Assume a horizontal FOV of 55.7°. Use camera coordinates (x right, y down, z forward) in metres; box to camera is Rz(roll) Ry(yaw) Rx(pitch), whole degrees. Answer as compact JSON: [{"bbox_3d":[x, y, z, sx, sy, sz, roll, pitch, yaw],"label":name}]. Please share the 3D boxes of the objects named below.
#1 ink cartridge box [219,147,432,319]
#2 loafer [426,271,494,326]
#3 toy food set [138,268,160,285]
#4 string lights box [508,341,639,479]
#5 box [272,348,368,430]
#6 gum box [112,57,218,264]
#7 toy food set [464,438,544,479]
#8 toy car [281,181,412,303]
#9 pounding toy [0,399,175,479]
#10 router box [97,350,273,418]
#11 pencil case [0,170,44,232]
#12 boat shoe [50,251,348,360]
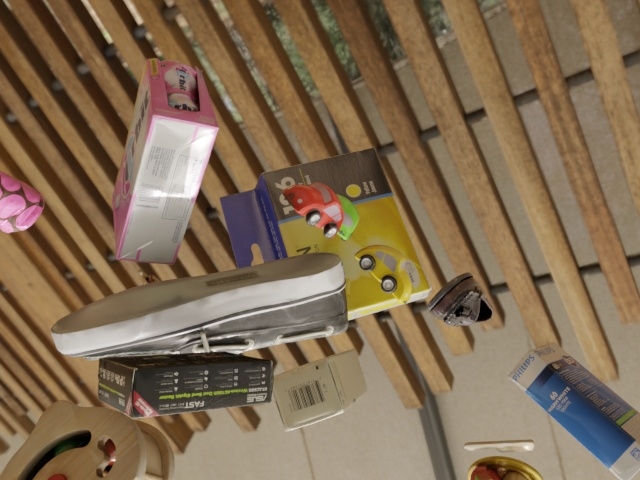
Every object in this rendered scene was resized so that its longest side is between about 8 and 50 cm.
[{"bbox_3d":[0.000,0.000,1.081,0.307,0.304,0.072,-15,158,-11],"label":"ink cartridge box"},{"bbox_3d":[0.306,0.132,1.258,0.109,0.095,0.302,-48,161,15],"label":"loafer"},{"bbox_3d":[-0.324,0.112,1.285,0.038,0.132,0.192,-45,-152,-6],"label":"toy food set"},{"bbox_3d":[0.495,0.308,1.127,0.133,0.077,0.259,1,-145,-49],"label":"string lights box"},{"bbox_3d":[0.006,0.264,1.103,0.113,0.094,0.275,-21,169,11],"label":"box"},{"bbox_3d":[-0.163,-0.080,0.618,0.188,0.062,0.107,-63,-146,35],"label":"gum box"},{"bbox_3d":[0.306,0.431,1.007,0.128,0.218,0.071,-6,-150,24],"label":"toy food set"},{"bbox_3d":[0.037,-0.026,0.892,0.053,0.239,0.225,-46,-161,7],"label":"toy car"},{"bbox_3d":[-0.248,0.278,0.704,0.154,0.155,0.270,24,-108,28],"label":"pounding toy"},{"bbox_3d":[-0.115,0.119,0.513,0.122,0.038,0.092,4,174,-34],"label":"router box"},{"bbox_3d":[-0.554,-0.074,0.992,0.095,0.209,0.098,6,-103,18],"label":"pencil case"},{"bbox_3d":[-0.118,0.093,0.647,0.306,0.105,0.113,-13,-165,-18],"label":"boat shoe"}]
